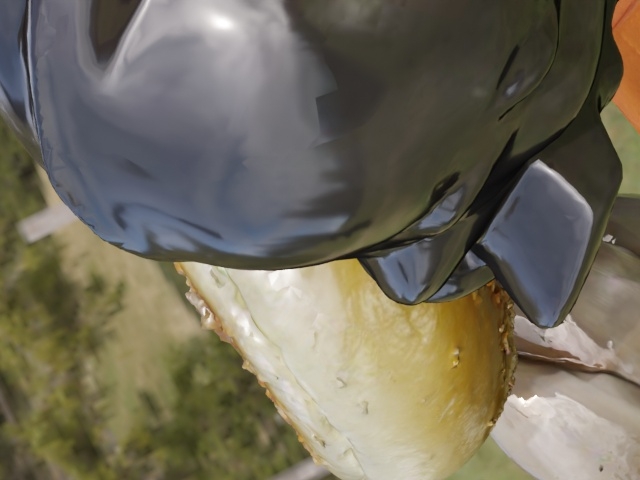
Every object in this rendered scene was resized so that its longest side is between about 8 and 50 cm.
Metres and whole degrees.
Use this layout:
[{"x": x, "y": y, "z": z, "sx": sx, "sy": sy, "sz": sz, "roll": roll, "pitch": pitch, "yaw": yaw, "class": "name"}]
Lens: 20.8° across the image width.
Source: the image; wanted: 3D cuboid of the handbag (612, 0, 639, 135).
[{"x": 0.274, "y": -0.182, "z": 1.041, "sx": 0.410, "sy": 0.116, "sz": 0.303, "roll": 46, "pitch": 133, "yaw": 13, "class": "handbag"}]

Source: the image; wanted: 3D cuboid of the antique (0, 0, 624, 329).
[{"x": 0.016, "y": -0.105, "z": 0.502, "sx": 0.185, "sy": 0.255, "sz": 0.322, "roll": 22, "pitch": -170, "yaw": 22, "class": "antique"}]

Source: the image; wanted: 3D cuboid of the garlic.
[{"x": 0.242, "y": 0.083, "z": 1.301, "sx": 0.325, "sy": 0.279, "sz": 0.132, "roll": 44, "pitch": 132, "yaw": -9, "class": "garlic"}]

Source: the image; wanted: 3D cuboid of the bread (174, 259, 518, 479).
[{"x": 0.000, "y": 0.000, "z": 0.962, "sx": 0.305, "sy": 0.159, "sz": 0.305, "roll": 50, "pitch": 173, "yaw": 8, "class": "bread"}]
